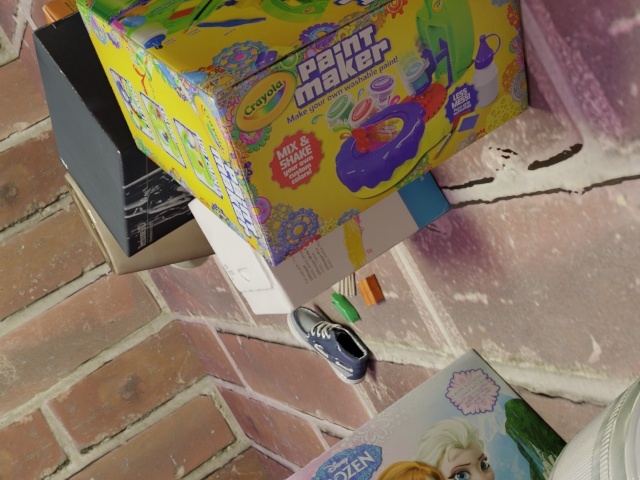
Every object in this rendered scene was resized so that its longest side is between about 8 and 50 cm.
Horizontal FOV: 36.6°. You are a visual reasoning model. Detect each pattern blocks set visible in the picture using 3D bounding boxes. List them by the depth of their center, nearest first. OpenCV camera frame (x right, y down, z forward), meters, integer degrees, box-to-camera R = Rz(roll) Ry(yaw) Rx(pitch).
[{"bbox_3d":[0.000,0.000,1.532,0.285,0.026,0.324,42,156,40],"label":"pattern blocks set"}]

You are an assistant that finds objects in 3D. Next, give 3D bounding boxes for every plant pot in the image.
[{"bbox_3d":[-0.261,-0.085,1.629,0.323,0.280,0.323,54,163,25],"label":"plant pot"}]

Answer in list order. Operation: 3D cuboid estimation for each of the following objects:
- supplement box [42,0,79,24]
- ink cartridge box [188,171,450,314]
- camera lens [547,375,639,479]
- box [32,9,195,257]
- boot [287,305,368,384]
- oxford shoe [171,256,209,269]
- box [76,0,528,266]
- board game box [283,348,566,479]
[{"bbox_3d":[-0.258,-0.327,1.336,0.080,0.233,0.078,45,158,24],"label":"supplement box"},{"bbox_3d":[-0.007,-0.039,1.159,0.168,0.233,0.171,59,161,-5],"label":"ink cartridge box"},{"bbox_3d":[0.312,0.209,0.767,0.219,0.219,0.274,51,160,19],"label":"camera lens"},{"bbox_3d":[-0.160,-0.176,1.207,0.179,0.312,0.343,54,162,11],"label":"box"},{"bbox_3d":[0.016,0.166,1.713,0.190,0.069,0.086,40,149,23],"label":"boot"},{"bbox_3d":[-0.312,-0.109,1.972,0.130,0.169,0.449,13,136,34],"label":"oxford shoe"},{"bbox_3d":[-0.018,-0.172,0.885,0.279,0.290,0.177,39,154,46],"label":"box"},{"bbox_3d":[0.169,0.335,1.179,0.318,0.319,0.066,46,157,30],"label":"board game box"}]
